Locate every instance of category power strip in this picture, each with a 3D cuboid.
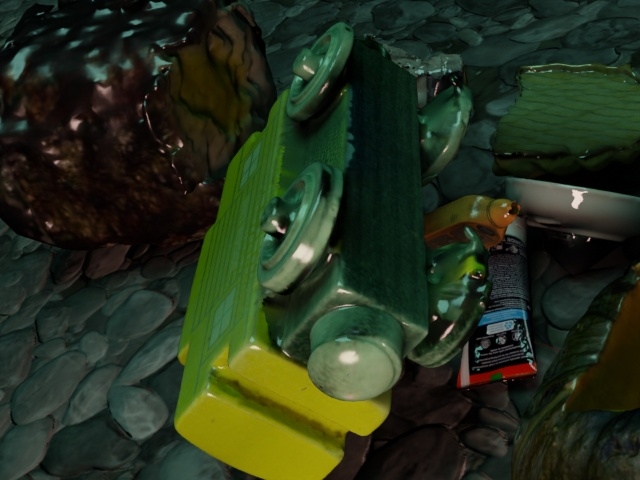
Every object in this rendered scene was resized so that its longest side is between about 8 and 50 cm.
[{"bbox_3d":[0.125,-0.008,0.957,0.178,0.049,0.028,-27,39,58],"label":"power strip"}]

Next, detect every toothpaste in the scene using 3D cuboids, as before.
[{"bbox_3d":[0.158,0.052,0.929,0.071,0.045,0.194,-17,40,25],"label":"toothpaste"}]

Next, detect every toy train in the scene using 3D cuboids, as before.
[{"bbox_3d":[0.000,0.000,0.908,0.272,0.179,0.442,-49,21,33],"label":"toy train"}]

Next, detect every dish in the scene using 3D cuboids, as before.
[{"bbox_3d":[0.228,-0.008,0.936,0.141,0.078,0.141,11,3,-1],"label":"dish"}]

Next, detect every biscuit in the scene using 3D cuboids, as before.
[{"bbox_3d":[0.273,-0.125,1.057,0.187,0.036,0.273,1,28,20],"label":"biscuit"}]

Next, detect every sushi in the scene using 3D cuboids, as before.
[{"bbox_3d":[-0.212,-0.150,1.204,0.294,0.281,0.300,-8,50,24],"label":"sushi"}]

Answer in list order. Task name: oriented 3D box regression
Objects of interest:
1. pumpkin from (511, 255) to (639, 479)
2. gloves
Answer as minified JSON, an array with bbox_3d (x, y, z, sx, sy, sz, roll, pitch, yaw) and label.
[{"bbox_3d":[0.265,0.113,0.615,0.320,0.192,0.320,-33,23,16],"label":"pumpkin"},{"bbox_3d":[0.101,-0.177,1.214,0.144,0.110,0.094,13,33,1],"label":"gloves"}]
